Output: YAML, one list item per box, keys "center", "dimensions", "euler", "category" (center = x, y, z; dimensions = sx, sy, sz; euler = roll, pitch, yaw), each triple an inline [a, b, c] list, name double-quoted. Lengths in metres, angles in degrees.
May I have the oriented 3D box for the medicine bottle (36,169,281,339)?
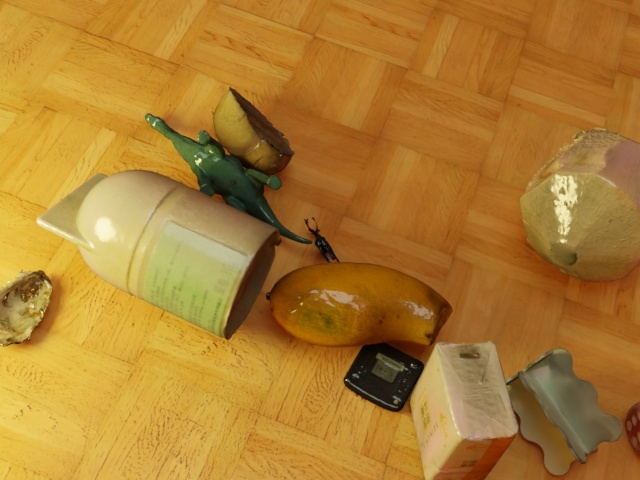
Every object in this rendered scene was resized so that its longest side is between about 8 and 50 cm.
- center: [-0.306, -0.001, 1.726]
  dimensions: [0.406, 0.235, 0.235]
  euler: [25, 55, 8]
  category: "medicine bottle"

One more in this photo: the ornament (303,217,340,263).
- center: [0.000, 0.000, 1.881]
  dimensions: [0.028, 0.073, 0.125]
  euler: [-33, 69, 5]
  category: "ornament"

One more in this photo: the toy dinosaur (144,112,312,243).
- center: [-0.205, -0.138, 1.945]
  dimensions: [0.383, 0.331, 0.129]
  euler: [41, 88, -21]
  category: "toy dinosaur"

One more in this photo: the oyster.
- center: [-0.570, 0.122, 1.709]
  dimensions: [0.105, 0.056, 0.177]
  euler: [23, 55, -8]
  category: "oyster"

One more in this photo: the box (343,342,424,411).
- center: [0.121, 0.257, 1.747]
  dimensions: [0.126, 0.027, 0.125]
  euler: [27, 56, 10]
  category: "box"

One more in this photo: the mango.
- center: [0.076, 0.125, 1.755]
  dimensions: [0.360, 0.144, 0.187]
  euler: [3, 39, -10]
  category: "mango"

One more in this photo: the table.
- center: [0.443, 0.319, 1.688]
  dimensions: [0.167, 0.166, 0.198]
  euler: [-26, 71, -25]
  category: "table"

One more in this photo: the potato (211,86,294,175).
- center: [-0.145, -0.218, 1.986]
  dimensions: [0.138, 0.098, 0.243]
  euler: [28, 21, -42]
  category: "potato"

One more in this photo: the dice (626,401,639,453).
- center: [0.643, 0.355, 1.725]
  dimensions: [0.091, 0.093, 0.094]
  euler: [-1, 55, -10]
  category: "dice"

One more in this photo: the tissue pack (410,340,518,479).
- center: [0.246, 0.311, 1.609]
  dimensions: [0.124, 0.225, 0.184]
  euler: [-1, 55, -10]
  category: "tissue pack"

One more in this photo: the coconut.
- center: [0.567, -0.066, 1.887]
  dimensions: [0.297, 0.297, 0.309]
  euler: [36, 52, 15]
  category: "coconut"
